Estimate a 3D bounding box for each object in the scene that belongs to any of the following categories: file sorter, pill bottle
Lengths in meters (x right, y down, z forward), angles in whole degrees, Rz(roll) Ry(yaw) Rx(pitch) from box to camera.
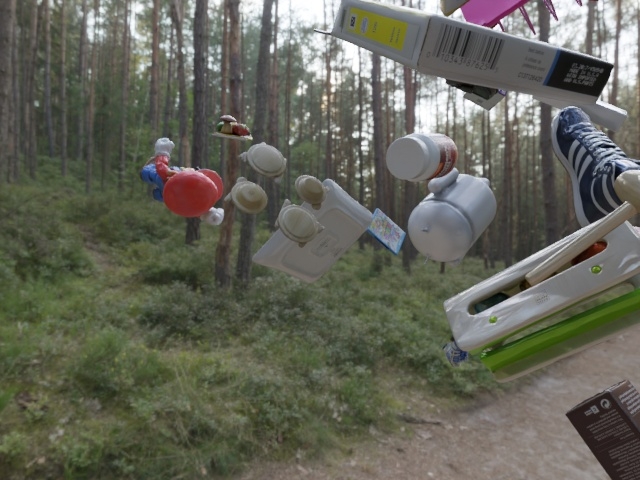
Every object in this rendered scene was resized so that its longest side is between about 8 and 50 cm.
[{"bbox_3d":[0.599,-0.723,1.338,0.290,0.202,0.182,-27,-34,31],"label":"file sorter"},{"bbox_3d":[0.261,-0.214,1.134,0.121,0.121,0.221,0,11,35],"label":"pill bottle"}]

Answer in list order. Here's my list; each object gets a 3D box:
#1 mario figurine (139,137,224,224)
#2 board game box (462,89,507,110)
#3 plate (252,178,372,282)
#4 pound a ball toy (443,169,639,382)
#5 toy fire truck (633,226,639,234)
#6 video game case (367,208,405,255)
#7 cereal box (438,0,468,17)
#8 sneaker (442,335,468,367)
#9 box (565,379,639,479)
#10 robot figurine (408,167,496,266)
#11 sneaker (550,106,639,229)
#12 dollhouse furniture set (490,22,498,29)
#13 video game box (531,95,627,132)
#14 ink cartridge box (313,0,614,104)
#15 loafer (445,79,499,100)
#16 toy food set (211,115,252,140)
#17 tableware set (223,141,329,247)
[{"bbox_3d":[-0.342,-0.151,1.150,0.198,0.170,0.320,23,-2,-41],"label":"mario figurine"},{"bbox_3d":[0.770,-0.749,1.965,0.144,0.276,0.142,26,-14,-3],"label":"board game box"},{"bbox_3d":[0.000,0.000,1.152,0.045,0.277,0.278,50,11,33],"label":"plate"},{"bbox_3d":[0.327,0.046,0.623,0.319,0.136,0.208,-35,-57,24],"label":"pound a ball toy"},{"bbox_3d":[0.764,0.016,0.953,0.135,0.047,0.192,-11,26,-19],"label":"toy fire truck"},{"bbox_3d":[0.264,-0.034,1.766,0.166,0.119,0.015,40,-35,-17],"label":"video game case"},{"bbox_3d":[0.374,-0.659,1.095,0.173,0.047,0.240,-32,0,20],"label":"cereal box"},{"bbox_3d":[0.493,0.378,1.540,0.080,0.081,0.211,-10,-32,-6],"label":"sneaker"},{"bbox_3d":[0.807,0.554,1.075,0.191,0.382,0.143,6,-45,-42],"label":"box"},{"bbox_3d":[0.403,-0.069,1.356,0.199,0.300,0.353,3,33,47],"label":"robot figurine"},{"bbox_3d":[0.547,-0.164,0.857,0.099,0.283,0.153,-6,-17,0],"label":"sneaker"},{"bbox_3d":[0.640,-0.928,1.557,0.152,0.375,0.201,12,-24,-23],"label":"dollhouse furniture set"},{"bbox_3d":[0.643,-0.334,1.090,0.205,0.048,0.187,33,30,21],"label":"video game box"},{"bbox_3d":[0.184,-0.281,0.629,0.303,0.072,0.307,-2,35,-25],"label":"ink cartridge box"},{"bbox_3d":[0.321,-0.431,1.120,0.267,0.084,0.096,41,-2,10],"label":"loafer"},{"bbox_3d":[-0.289,-0.376,1.477,0.128,0.071,0.218,7,12,-8],"label":"toy food set"},{"bbox_3d":[-0.060,-0.073,0.678,0.168,0.141,0.020,31,-38,-8],"label":"tableware set"}]
